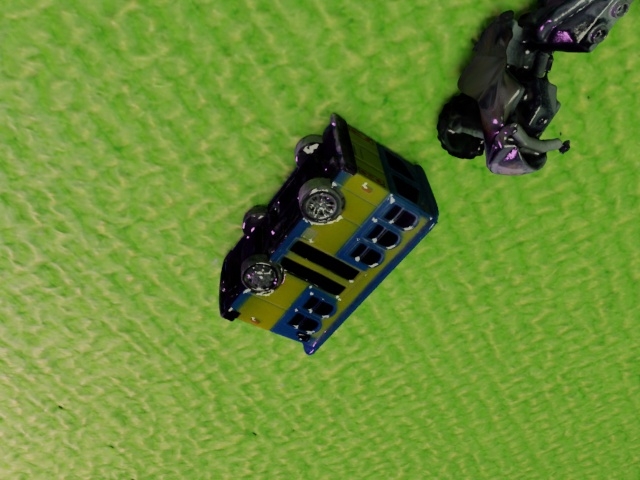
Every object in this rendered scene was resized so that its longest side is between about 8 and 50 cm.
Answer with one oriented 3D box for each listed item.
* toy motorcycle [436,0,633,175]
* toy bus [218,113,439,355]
[{"bbox_3d":[0.245,-0.182,0.787,0.106,0.159,0.270,8,132,-40],"label":"toy motorcycle"},{"bbox_3d":[0.000,0.000,0.909,0.175,0.138,0.288,27,120,-24],"label":"toy bus"}]
